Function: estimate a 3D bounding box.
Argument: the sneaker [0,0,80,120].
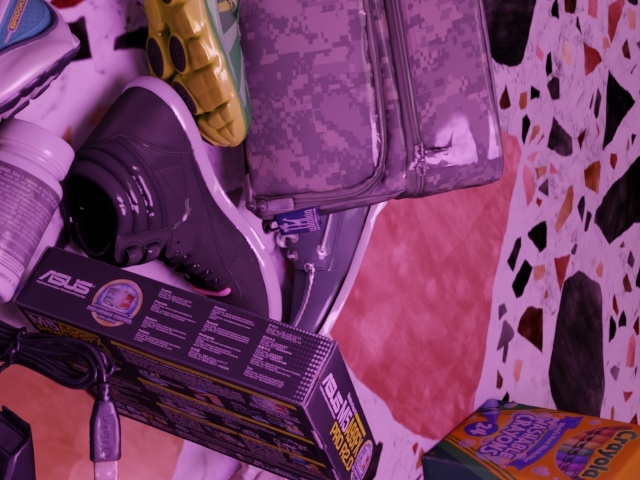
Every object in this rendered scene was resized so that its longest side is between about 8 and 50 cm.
[{"bbox_3d":[-0.309,-0.106,0.804,0.110,0.107,0.275,48,57,-7],"label":"sneaker"}]

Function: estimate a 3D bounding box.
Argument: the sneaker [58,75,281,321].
[{"bbox_3d":[-0.146,0.007,1.014,0.147,0.104,0.296,-48,124,-36],"label":"sneaker"}]

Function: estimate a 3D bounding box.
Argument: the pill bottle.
[{"bbox_3d":[-0.259,-0.026,0.873,0.078,0.078,0.137,44,61,-46],"label":"pill bottle"}]

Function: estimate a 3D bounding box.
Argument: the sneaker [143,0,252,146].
[{"bbox_3d":[-0.102,-0.224,0.978,0.123,0.109,0.295,-32,122,-36],"label":"sneaker"}]

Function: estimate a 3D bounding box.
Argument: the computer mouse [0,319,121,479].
[{"bbox_3d":[-0.237,0.190,0.858,0.060,0.184,0.262,11,85,-70],"label":"computer mouse"}]

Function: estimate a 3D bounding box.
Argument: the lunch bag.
[{"bbox_3d":[0.032,-0.172,1.097,0.212,0.256,0.305,-135,-143,-84],"label":"lunch bag"}]

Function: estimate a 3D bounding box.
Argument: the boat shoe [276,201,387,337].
[{"bbox_3d":[0.000,0.000,1.231,0.099,0.116,0.319,24,79,-7],"label":"boat shoe"}]

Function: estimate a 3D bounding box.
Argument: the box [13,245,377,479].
[{"bbox_3d":[-0.097,0.117,0.906,0.060,0.270,0.216,-63,155,-26],"label":"box"}]

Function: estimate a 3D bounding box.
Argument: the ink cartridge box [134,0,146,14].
[{"bbox_3d":[-0.154,-0.242,1.023,0.083,0.028,0.048,47,60,-45],"label":"ink cartridge box"}]

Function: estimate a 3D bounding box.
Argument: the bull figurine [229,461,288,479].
[{"bbox_3d":[-0.062,0.317,1.158,0.188,0.101,0.310,14,84,-51],"label":"bull figurine"}]

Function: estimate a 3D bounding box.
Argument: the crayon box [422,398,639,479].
[{"bbox_3d":[0.332,0.319,1.494,0.203,0.323,0.083,-27,115,-48],"label":"crayon box"}]
